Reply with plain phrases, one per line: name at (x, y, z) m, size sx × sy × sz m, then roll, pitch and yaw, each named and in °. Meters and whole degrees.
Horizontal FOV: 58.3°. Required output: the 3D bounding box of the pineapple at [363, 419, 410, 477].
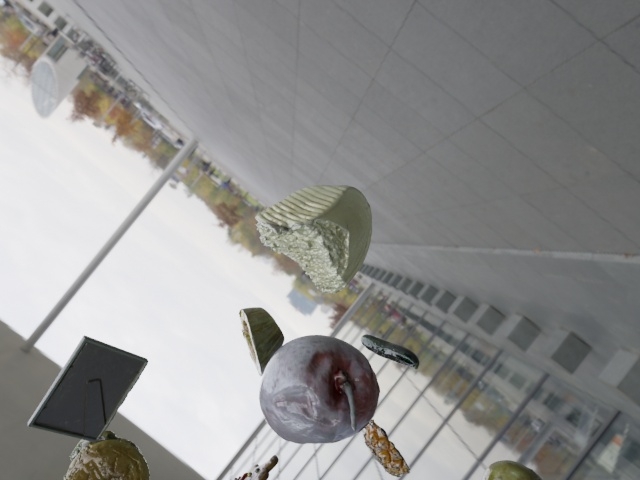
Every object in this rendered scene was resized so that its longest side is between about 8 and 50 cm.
pineapple at (0.202, 0.668, 1.826) m, size 0.225 × 0.076 × 0.225 m, roll 52°, pitch 169°, yaw 15°

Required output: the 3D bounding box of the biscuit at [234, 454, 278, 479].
biscuit at (-0.222, 0.736, 1.773) m, size 0.031 × 0.205 × 0.138 m, roll 50°, pitch -148°, yaw -3°

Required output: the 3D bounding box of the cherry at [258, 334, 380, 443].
cherry at (-0.022, 0.406, 1.538) m, size 0.326 × 0.335 × 0.291 m, roll 43°, pitch -144°, yaw -50°

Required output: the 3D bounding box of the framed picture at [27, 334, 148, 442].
framed picture at (-0.594, 0.390, 1.483) m, size 0.192 × 0.265 × 0.018 m, roll 33°, pitch 180°, yaw -35°

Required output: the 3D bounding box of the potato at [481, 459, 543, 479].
potato at (0.463, 0.643, 1.361) m, size 0.173 × 0.210 × 0.307 m, roll -2°, pitch 127°, yaw 21°

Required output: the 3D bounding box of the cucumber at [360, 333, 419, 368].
cucumber at (0.204, 0.324, 1.692) m, size 0.056 × 0.056 × 0.284 m, roll 40°, pitch 167°, yaw -26°

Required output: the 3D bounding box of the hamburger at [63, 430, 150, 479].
hamburger at (-0.745, 0.820, 2.000) m, size 0.285 × 0.265 × 0.134 m, roll 34°, pitch -167°, yaw -13°

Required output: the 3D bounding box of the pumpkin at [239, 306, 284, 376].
pumpkin at (-0.177, 0.297, 1.772) m, size 0.217 × 0.110 × 0.217 m, roll 158°, pitch 90°, yaw -77°

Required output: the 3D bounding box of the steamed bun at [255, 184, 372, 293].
steamed bun at (0.000, 0.000, 1.579) m, size 0.290 × 0.273 × 0.272 m, roll 17°, pitch 137°, yaw 50°
